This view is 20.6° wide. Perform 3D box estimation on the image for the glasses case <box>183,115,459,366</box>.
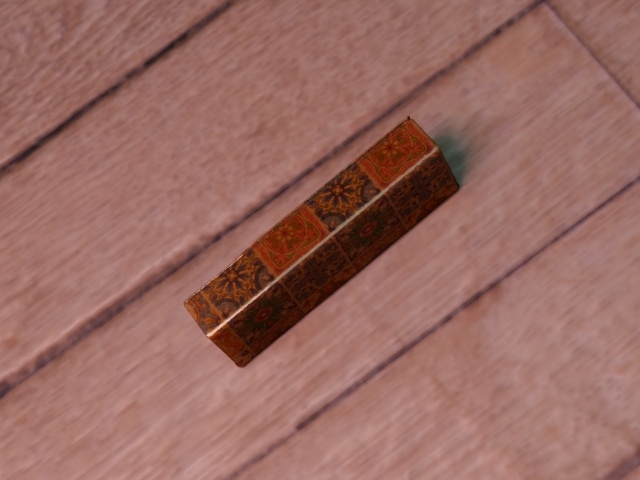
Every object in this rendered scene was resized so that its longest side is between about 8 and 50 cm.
[{"bbox_3d":[0.000,0.000,1.314,0.218,0.075,0.049,-40,62,-1],"label":"glasses case"}]
